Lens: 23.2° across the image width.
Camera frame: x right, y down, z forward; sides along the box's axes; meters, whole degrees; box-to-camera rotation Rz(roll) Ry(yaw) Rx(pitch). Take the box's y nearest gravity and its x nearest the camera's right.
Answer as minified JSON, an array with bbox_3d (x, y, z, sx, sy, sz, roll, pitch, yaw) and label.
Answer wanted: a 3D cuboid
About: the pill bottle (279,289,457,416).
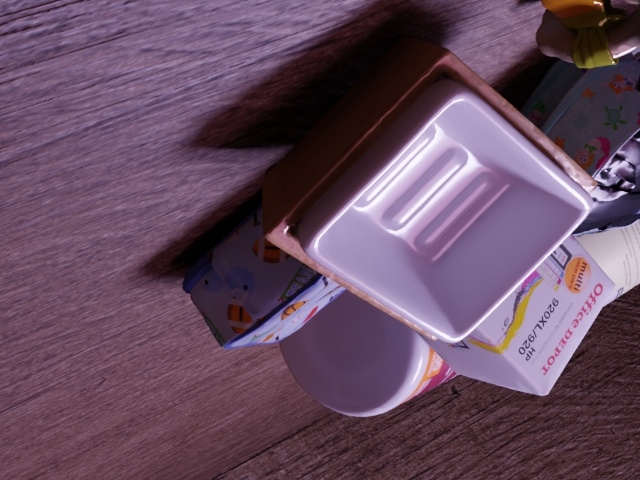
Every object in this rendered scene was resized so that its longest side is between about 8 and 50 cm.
[{"bbox_3d":[0.139,0.082,2.103,0.224,0.224,0.392,-42,166,35],"label":"pill bottle"}]

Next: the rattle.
[{"bbox_3d":[0.283,-0.275,1.527,0.199,0.142,0.130,-46,-155,-16],"label":"rattle"}]

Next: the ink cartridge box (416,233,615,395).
[{"bbox_3d":[0.191,0.039,1.825,0.171,0.233,0.168,-54,-149,-15],"label":"ink cartridge box"}]

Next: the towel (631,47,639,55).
[{"bbox_3d":[0.362,-0.164,2.137,0.324,0.056,0.312,-32,168,-8],"label":"towel"}]

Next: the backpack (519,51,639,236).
[{"bbox_3d":[0.337,-0.118,1.872,0.225,0.191,0.253,-55,161,26],"label":"backpack"}]

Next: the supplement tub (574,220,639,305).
[{"bbox_3d":[0.426,-0.032,2.399,0.325,0.235,0.235,-31,168,-13],"label":"supplement tub"}]

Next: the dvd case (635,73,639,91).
[{"bbox_3d":[0.361,-0.251,1.486,0.238,0.030,0.179,-47,156,-60],"label":"dvd case"}]

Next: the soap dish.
[{"bbox_3d":[0.100,-0.044,1.457,0.229,0.118,0.291,-46,138,11],"label":"soap dish"}]

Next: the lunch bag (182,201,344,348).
[{"bbox_3d":[0.000,0.000,1.678,0.303,0.115,0.243,-38,170,15],"label":"lunch bag"}]
